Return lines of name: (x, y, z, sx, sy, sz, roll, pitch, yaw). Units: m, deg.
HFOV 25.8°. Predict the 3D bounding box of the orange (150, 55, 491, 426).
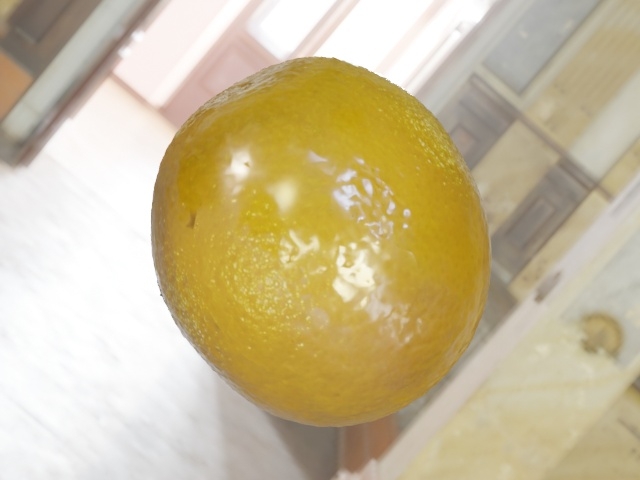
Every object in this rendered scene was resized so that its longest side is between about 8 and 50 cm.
orange: (0.000, 0.000, 0.892, 0.236, 0.236, 0.236, 40, 6, -5)
